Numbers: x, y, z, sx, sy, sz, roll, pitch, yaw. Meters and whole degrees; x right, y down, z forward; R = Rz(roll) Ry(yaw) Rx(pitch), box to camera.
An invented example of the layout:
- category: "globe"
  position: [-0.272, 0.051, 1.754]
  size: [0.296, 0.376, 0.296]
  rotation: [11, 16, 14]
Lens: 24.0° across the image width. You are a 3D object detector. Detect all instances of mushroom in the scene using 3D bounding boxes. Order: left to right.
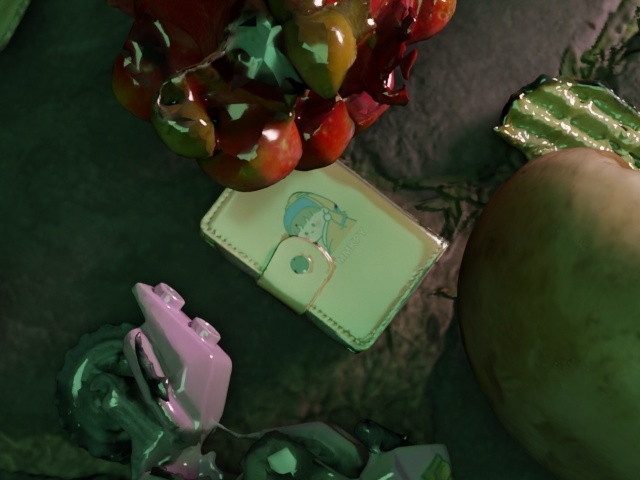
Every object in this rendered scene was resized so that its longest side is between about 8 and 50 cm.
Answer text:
- category: "mushroom"
  position: [0.249, 0.036, 0.998]
  size: [0.290, 0.292, 0.292]
  rotation: [-43, 90, -19]

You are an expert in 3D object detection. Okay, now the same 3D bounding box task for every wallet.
- category: "wallet"
  position: [0.000, 0.000, 1.099]
  size: [0.155, 0.039, 0.110]
  rotation: [37, 87, -1]

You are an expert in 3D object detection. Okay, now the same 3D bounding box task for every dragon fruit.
- category: "dragon fruit"
  position: [-0.026, -0.152, 0.988]
  size: [0.228, 0.243, 0.307]
  rotation: [-12, 67, 15]

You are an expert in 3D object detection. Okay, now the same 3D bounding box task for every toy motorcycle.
- category: "toy motorcycle"
  position: [-0.036, 0.152, 1.047]
  size: [0.327, 0.143, 0.188]
  rotation: [44, 94, 20]

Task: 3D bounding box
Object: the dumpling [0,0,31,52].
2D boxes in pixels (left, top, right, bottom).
- category: "dumpling"
  position: [-0.305, -0.268, 1.059]
  size: [0.243, 0.187, 0.318]
  rotation: [-41, 100, -39]

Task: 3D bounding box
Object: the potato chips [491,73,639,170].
- category: "potato chips"
  position: [0.224, -0.047, 1.102]
  size: [0.207, 0.028, 0.092]
  rotation: [38, 90, -1]
